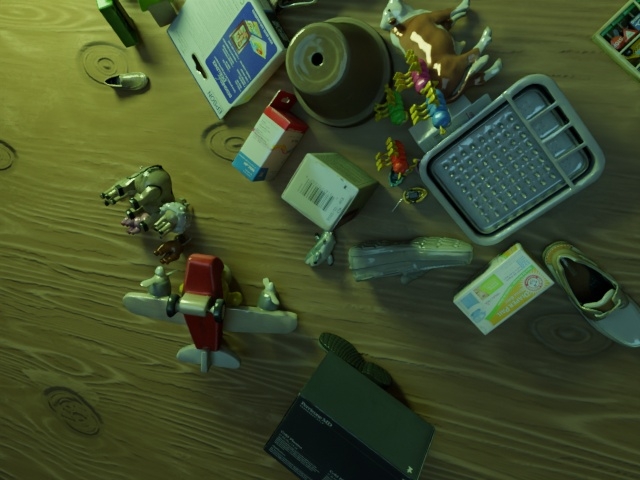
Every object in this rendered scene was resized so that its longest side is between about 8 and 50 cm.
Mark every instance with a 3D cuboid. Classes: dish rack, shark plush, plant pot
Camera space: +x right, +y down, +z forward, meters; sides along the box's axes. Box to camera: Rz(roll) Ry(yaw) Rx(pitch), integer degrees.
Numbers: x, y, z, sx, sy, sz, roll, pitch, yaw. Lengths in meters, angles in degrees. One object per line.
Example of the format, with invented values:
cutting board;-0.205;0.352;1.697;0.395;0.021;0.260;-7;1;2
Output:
dish rack;0.424;-0.175;1.040;0.333;0.072;0.285;-38;104;21
shark plush;0.000;0.000;1.255;0.067;0.073;0.161;30;116;43
plant pot;0.026;-0.403;1.074;0.263;0.229;0.263;4;103;18

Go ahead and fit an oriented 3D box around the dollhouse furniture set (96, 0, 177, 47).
dollhouse furniture set;-0.526;-0.742;1.282;0.197;0.151;0.301;-20;76;1

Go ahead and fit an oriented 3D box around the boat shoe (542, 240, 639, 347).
boat shoe;0.631;0.133;1.039;0.302;0.103;0.113;45;111;6

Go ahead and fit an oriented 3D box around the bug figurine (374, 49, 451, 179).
bug figurine;0.198;-0.271;0.990;0.072;0.279;0.216;-3;72;-17

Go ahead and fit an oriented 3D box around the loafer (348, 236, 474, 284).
loafer;0.227;0.055;1.163;0.319;0.112;0.111;-3;104;27

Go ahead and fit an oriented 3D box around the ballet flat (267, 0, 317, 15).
ballet flat;-0.007;-0.647;1.112;0.316;0.107;0.106;-14;100;31

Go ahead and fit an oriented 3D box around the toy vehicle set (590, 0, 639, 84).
toy vehicle set;0.727;-0.468;0.928;0.166;0.035;0.267;46;110;6

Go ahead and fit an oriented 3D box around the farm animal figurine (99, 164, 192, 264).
farm animal figurine;-0.482;-0.113;1.324;0.330;0.172;0.327;45;152;6

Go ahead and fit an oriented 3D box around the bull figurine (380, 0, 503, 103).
bull figurine;0.264;-0.448;1.025;0.188;0.101;0.310;-27;71;15

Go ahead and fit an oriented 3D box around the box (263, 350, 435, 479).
box;0.068;0.532;1.221;0.343;0.179;0.312;35;128;9

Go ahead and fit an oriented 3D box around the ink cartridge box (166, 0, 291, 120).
ink cartridge box;-0.247;-0.535;1.210;0.307;0.072;0.303;-30;90;43

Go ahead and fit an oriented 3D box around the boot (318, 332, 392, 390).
boot;0.067;0.389;1.294;0.246;0.083;0.161;35;115;11

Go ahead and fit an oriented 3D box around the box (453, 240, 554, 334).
box;0.437;0.112;1.100;0.114;0.103;0.203;46;111;6

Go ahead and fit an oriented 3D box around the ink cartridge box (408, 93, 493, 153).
ink cartridge box;0.313;-0.272;1.063;0.181;0.104;0.061;-36;51;21

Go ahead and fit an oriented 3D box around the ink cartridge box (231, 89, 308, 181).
ink cartridge box;-0.118;-0.270;1.197;0.078;0.134;0.231;40;110;8

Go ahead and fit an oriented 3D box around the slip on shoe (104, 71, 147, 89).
slip on shoe;-0.583;-0.478;1.362;0.135;0.041;0.051;6;102;17

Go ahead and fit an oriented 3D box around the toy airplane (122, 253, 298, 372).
toy airplane;-0.312;0.194;1.313;0.384;0.272;0.386;-28;127;31

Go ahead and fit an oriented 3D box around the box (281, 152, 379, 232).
box;0.031;-0.126;1.121;0.148;0.232;0.127;37;110;9

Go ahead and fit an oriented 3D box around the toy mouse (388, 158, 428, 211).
toy mouse;0.232;-0.168;1.154;0.161;0.031;0.143;-21;94;21
